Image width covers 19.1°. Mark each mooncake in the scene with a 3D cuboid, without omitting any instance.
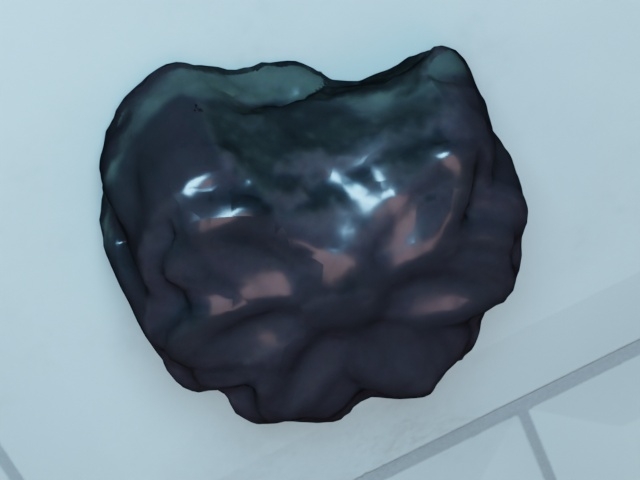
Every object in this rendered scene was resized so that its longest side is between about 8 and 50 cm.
[{"bbox_3d":[0.000,0.000,1.741,0.381,0.212,0.351,-18,133,-4],"label":"mooncake"}]
